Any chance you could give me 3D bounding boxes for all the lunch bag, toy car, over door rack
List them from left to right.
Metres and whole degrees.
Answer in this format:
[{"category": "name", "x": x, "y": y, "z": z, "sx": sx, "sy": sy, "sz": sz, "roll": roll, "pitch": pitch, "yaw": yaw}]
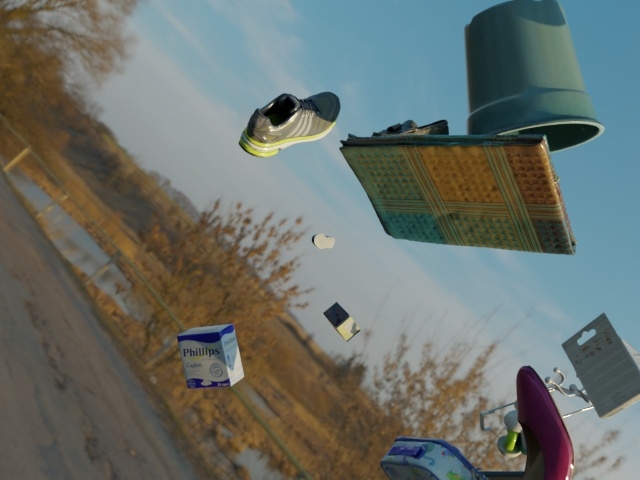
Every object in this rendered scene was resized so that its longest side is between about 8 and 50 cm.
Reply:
[{"category": "lunch bag", "x": 0.227, "y": 0.472, "z": 1.407, "sx": 0.176, "sy": 0.090, "sz": 0.219, "roll": 47, "pitch": -27, "yaw": -6}, {"category": "toy car", "x": 0.618, "y": 0.569, "z": 2.102, "sx": 0.136, "sy": 0.182, "sz": 0.159, "roll": 24, "pitch": -55, "yaw": 27}, {"category": "over door rack", "x": 0.646, "y": 0.467, "z": 2.060, "sx": 0.108, "sy": 0.324, "sz": 0.239, "roll": 67, "pitch": -17, "yaw": -6}]

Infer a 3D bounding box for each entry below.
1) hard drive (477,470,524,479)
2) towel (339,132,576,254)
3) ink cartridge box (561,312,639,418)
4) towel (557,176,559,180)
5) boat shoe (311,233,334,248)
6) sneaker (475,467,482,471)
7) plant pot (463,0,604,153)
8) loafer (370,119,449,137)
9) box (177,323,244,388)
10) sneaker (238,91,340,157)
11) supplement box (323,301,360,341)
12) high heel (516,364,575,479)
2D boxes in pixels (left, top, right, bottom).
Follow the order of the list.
[{"category": "hard drive", "x": 0.483, "y": 0.668, "z": 1.904, "sx": 0.022, "sy": 0.135, "sz": 0.094, "roll": -57, "pitch": 140, "yaw": -68}, {"category": "towel", "x": 0.238, "y": -0.082, "z": 1.234, "sx": 0.370, "sy": 0.040, "sz": 0.271, "roll": 5, "pitch": -38, "yaw": 37}, {"category": "ink cartridge box", "x": 0.793, "y": 0.343, "z": 1.939, "sx": 0.189, "sy": 0.066, "sz": 0.232, "roll": -54, "pitch": -139, "yaw": 43}, {"category": "towel", "x": 0.657, "y": -0.225, "z": 2.287, "sx": 0.237, "sy": 0.021, "sz": 0.102, "roll": 27, "pitch": -20, "yaw": 18}, {"category": "boat shoe", "x": 0.000, "y": 0.000, "z": 2.124, "sx": 0.038, "sy": 0.046, "sz": 0.125, "roll": 12, "pitch": 5, "yaw": 27}, {"category": "sneaker", "x": 0.536, "y": 0.811, "z": 2.431, "sx": 0.035, "sy": 0.083, "sz": 0.031, "roll": -23, "pitch": -90, "yaw": 53}, {"category": "plant pot", "x": 0.510, "y": -0.405, "z": 1.788, "sx": 0.341, "sy": 0.341, "sz": 0.334, "roll": 120, "pitch": -37, "yaw": -81}, {"category": "loafer", "x": 0.221, "y": -0.264, "z": 1.738, "sx": 0.268, "sy": 0.084, "sz": 0.096, "roll": -5, "pitch": 17, "yaw": -44}, {"category": "box", "x": -0.265, "y": 0.279, "z": 1.694, "sx": 0.072, "sy": 0.126, "sz": 0.137, "roll": -25, "pitch": 105, "yaw": -66}, {"category": "sneaker", "x": -0.057, "y": -0.299, "z": 1.694, "sx": 0.111, "sy": 0.300, "sz": 0.121, "roll": 47, "pitch": -37, "yaw": 14}, {"category": "supplement box", "x": 0.065, "y": 0.246, "z": 2.131, "sx": 0.083, "sy": 0.056, "sz": 0.083, "roll": 43, "pitch": -10, "yaw": 51}, {"category": "high heel", "x": 0.369, "y": 0.426, "z": 1.277, "sx": 0.127, "sy": 0.181, "sz": 0.377, "roll": 71, "pitch": 5, "yaw": -78}]
